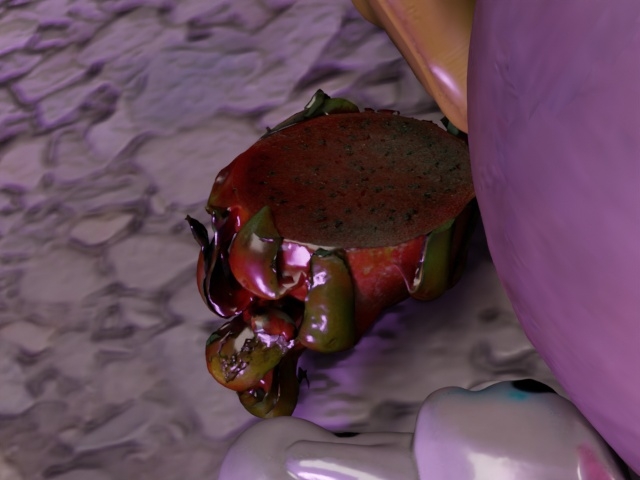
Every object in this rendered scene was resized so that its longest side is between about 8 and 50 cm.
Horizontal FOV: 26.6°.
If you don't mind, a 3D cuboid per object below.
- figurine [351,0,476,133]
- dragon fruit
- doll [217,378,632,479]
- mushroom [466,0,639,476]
[{"bbox_3d":[0.124,-0.276,0.581,0.378,0.361,0.266,-34,41,4],"label":"figurine"},{"bbox_3d":[0.000,0.000,0.653,0.175,0.142,0.138,-63,21,22],"label":"dragon fruit"},{"bbox_3d":[0.044,0.114,0.565,0.181,0.110,0.106,-18,58,16],"label":"doll"},{"bbox_3d":[0.231,-0.044,0.437,0.362,0.362,0.295,16,34,33],"label":"mushroom"}]
